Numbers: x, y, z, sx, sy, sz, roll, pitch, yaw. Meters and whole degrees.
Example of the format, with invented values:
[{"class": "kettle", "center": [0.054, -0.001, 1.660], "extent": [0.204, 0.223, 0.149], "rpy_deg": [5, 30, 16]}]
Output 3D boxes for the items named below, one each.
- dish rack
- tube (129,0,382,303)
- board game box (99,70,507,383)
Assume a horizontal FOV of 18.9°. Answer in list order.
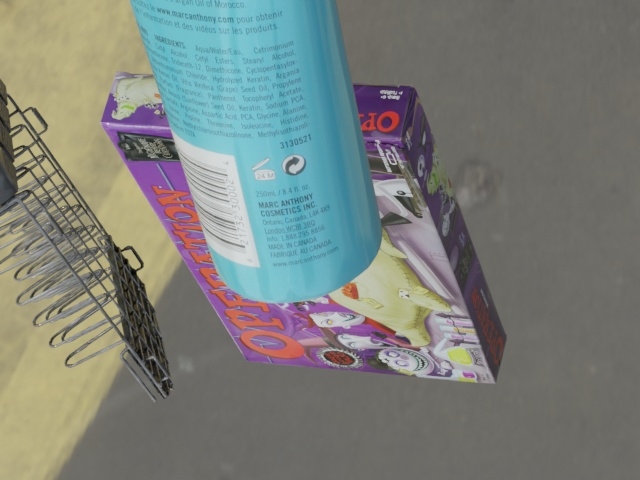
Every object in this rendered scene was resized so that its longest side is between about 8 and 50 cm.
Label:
[{"class": "dish rack", "center": [-0.207, 0.006, 1.491], "extent": [0.074, 0.208, 0.271], "rpy_deg": [-30, 120, 6]}, {"class": "tube", "center": [-0.027, -0.075, 0.523], "extent": [0.080, 0.052, 0.207], "rpy_deg": [6, 133, 23]}, {"class": "board game box", "center": [0.000, 0.000, 1.353], "extent": [0.208, 0.056, 0.347], "rpy_deg": [8, 153, 21]}]
